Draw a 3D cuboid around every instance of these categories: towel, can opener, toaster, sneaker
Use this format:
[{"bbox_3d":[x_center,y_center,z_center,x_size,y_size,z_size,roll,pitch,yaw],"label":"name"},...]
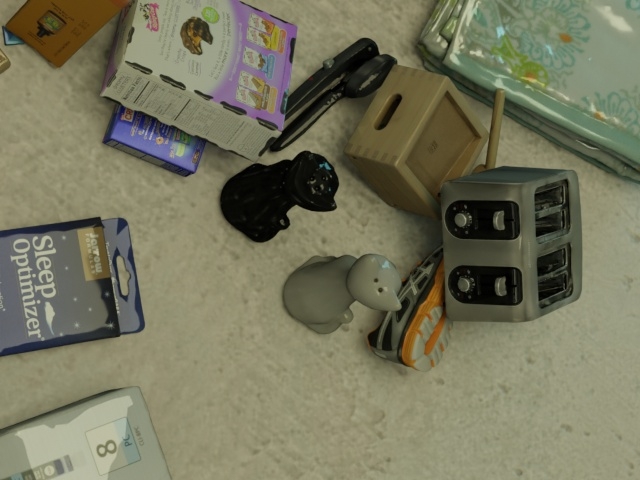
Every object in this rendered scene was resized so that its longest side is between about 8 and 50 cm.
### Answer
[{"bbox_3d":[0.330,-0.283,2.058,0.374,0.090,0.320,27,75,-17],"label":"towel"},{"bbox_3d":[0.002,-0.175,1.930,0.186,0.073,0.059,-35,106,-13],"label":"can opener"},{"bbox_3d":[0.226,0.003,1.912,0.186,0.110,0.168,-15,106,-55],"label":"toaster"},{"bbox_3d":[0.126,0.062,1.941,0.215,0.083,0.084,-55,133,-36],"label":"sneaker"}]

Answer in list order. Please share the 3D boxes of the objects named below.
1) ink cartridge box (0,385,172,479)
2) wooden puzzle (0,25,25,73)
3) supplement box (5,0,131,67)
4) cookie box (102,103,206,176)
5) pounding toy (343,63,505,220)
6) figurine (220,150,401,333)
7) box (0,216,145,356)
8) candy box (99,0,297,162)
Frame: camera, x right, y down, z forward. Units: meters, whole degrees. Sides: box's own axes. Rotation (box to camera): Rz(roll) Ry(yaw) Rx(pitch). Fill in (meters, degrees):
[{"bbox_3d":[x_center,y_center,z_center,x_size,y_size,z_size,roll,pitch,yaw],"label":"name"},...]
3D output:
[{"bbox_3d":[-0.320,0.357,1.709,0.385,0.091,0.308,-19,92,-27],"label":"ink cartridge box"},{"bbox_3d":[-0.386,-0.202,1.796,0.078,0.014,0.116,47,69,-11],"label":"wooden puzzle"},{"bbox_3d":[-0.253,-0.263,1.737,0.078,0.233,0.080,39,61,-15],"label":"supplement box"},{"bbox_3d":[-0.181,-0.134,1.857,0.107,0.040,0.092,23,75,-19],"label":"cookie box"},{"bbox_3d":[0.142,-0.119,1.960,0.181,0.094,0.206,-60,140,-14],"label":"pounding toy"},{"bbox_3d":[0.000,0.000,1.824,0.092,0.209,0.215,-36,98,-22],"label":"figurine"},{"bbox_3d":[-0.304,0.051,1.789,0.225,0.036,0.136,-9,87,-24],"label":"box"},{"bbox_3d":[-0.134,-0.202,1.836,0.196,0.070,0.165,23,50,-18],"label":"candy box"}]
